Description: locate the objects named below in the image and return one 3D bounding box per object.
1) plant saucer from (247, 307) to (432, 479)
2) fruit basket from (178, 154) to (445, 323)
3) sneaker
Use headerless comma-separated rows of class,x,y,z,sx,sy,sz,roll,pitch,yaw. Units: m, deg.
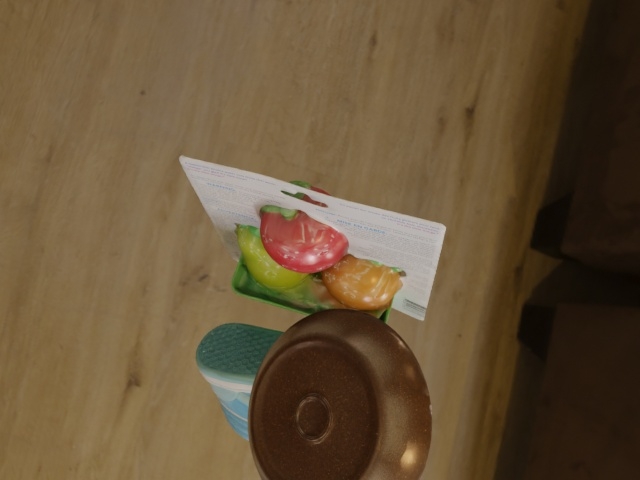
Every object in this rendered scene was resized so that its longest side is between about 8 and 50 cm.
plant saucer,0.002,0.157,0.612,0.036,0.198,0.199,20,78,-52
fruit basket,0.000,0.000,0.947,0.326,0.353,0.166,15,64,11
sneaker,-0.022,0.243,1.048,0.208,0.318,0.127,82,31,-44
